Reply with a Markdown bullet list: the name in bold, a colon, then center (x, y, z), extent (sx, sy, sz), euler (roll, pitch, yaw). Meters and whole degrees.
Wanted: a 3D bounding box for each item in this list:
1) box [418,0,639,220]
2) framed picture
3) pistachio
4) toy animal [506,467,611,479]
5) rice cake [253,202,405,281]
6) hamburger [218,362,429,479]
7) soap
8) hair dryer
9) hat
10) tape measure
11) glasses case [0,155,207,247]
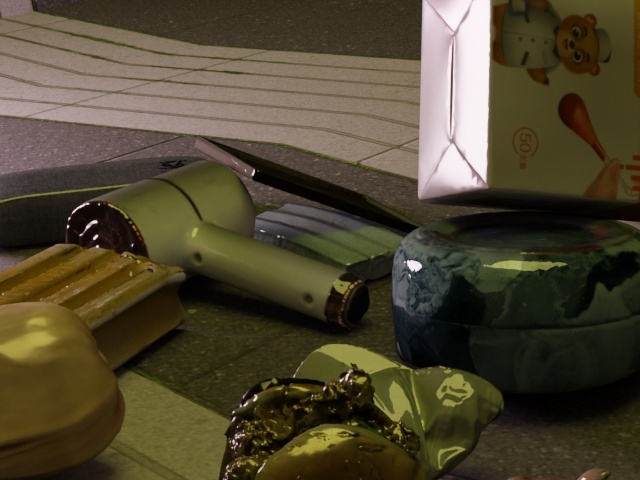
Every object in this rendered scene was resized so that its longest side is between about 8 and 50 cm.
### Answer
- **box**: center (0.280, -0.139, 1.494), extent (0.341, 0.225, 0.143), euler (4, -5, -26)
- **framed picture**: center (-0.007, -0.063, 1.805), extent (0.265, 0.018, 0.192), euler (19, 6, -29)
- **pistachio**: center (-0.279, 0.137, 1.227), extent (0.229, 0.157, 0.157), euler (-11, 18, 2)
- **toy animal**: center (0.161, 0.217, 1.036), extent (0.083, 0.089, 0.150), euler (7, 29, 14)
- **rice cake**: center (0.000, 0.000, 1.758), extent (0.127, 0.043, 0.237), euler (-16, 24, -39)
- **hamburger**: center (0.006, 0.174, 1.042), extent (0.159, 0.185, 0.131), euler (10, 13, -12)
- **soap**: center (-0.273, 0.085, 1.465), extent (0.173, 0.089, 0.274), euler (7, 20, 25)
- **hair dryer**: center (-0.085, 0.023, 1.612), extent (0.362, 0.128, 0.203), euler (19, 26, 30)
- **hat**: center (0.054, 0.143, 1.204), extent (0.166, 0.122, 0.081), euler (28, 13, 12)
- **tape measure**: center (0.203, 0.057, 1.406), extent (0.275, 0.147, 0.256), euler (-14, 16, -43)
- **glasses case**: center (-0.291, -0.052, 1.896), extent (0.323, 0.074, 0.131), euler (-7, 20, -14)
